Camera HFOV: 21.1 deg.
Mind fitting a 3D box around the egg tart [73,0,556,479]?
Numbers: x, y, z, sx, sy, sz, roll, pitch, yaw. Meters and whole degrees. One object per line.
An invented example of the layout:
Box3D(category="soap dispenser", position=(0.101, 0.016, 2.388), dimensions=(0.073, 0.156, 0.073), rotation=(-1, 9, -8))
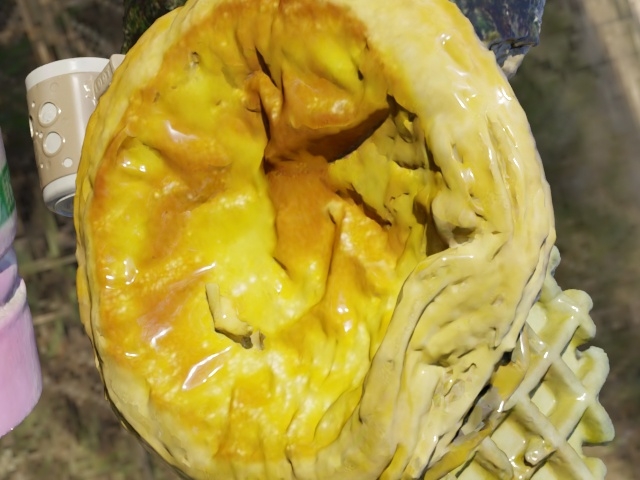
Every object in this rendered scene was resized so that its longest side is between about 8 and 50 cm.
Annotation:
Box3D(category="egg tart", position=(0.000, 0.000, 0.707), dimensions=(0.106, 0.241, 0.241), rotation=(4, 68, -53))

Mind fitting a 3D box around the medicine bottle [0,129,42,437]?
Box3D(category="medicine bottle", position=(-0.306, -0.031, 1.115), dimensions=(0.212, 0.212, 0.325), rotation=(-77, 161, -68))

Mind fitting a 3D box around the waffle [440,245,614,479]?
Box3D(category="waffle", position=(0.092, 0.125, 1.292), dimensions=(0.056, 0.309, 0.291), rotation=(155, -63, -64))

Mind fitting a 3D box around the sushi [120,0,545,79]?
Box3D(category="sushi", position=(0.018, -0.193, 1.372), dimensions=(0.211, 0.350, 0.170), rotation=(155, -69, -65))

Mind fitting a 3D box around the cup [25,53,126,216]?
Box3D(category="cup", position=(-0.156, -0.076, 1.223), dimensions=(0.074, 0.102, 0.099), rotation=(19, 57, -60))
